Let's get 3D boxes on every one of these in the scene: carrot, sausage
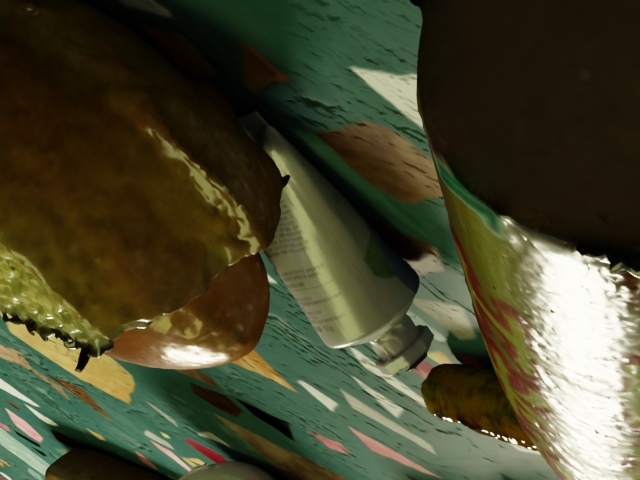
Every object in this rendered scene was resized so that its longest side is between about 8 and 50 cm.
[{"bbox_3d":[0.101,0.079,0.862,0.042,0.042,0.171,41,163,-25],"label":"carrot"},{"bbox_3d":[-0.090,0.018,0.920,0.098,0.098,0.238,38,168,-16],"label":"sausage"},{"bbox_3d":[0.100,0.012,0.553,0.125,0.117,0.317,62,177,27],"label":"sausage"}]

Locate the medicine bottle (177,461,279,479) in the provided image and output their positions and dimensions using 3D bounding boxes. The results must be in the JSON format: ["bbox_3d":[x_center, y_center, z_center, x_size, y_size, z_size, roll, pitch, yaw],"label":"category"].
[{"bbox_3d":[-0.022,0.321,1.516,0.170,0.170,0.293,13,154,48],"label":"medicine bottle"}]

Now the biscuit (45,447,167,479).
[{"bbox_3d":[-0.112,0.344,1.899,0.394,0.070,0.350,10,152,50],"label":"biscuit"}]

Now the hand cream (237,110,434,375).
[{"bbox_3d":[0.000,0.000,0.825,0.142,0.053,0.084,53,158,-11],"label":"hand cream"}]

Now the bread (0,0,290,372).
[{"bbox_3d":[-0.138,-0.047,0.786,0.260,0.129,0.134,12,143,52],"label":"bread"}]
